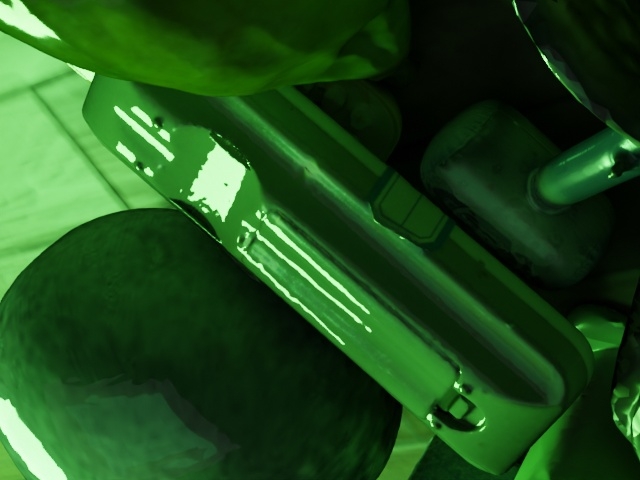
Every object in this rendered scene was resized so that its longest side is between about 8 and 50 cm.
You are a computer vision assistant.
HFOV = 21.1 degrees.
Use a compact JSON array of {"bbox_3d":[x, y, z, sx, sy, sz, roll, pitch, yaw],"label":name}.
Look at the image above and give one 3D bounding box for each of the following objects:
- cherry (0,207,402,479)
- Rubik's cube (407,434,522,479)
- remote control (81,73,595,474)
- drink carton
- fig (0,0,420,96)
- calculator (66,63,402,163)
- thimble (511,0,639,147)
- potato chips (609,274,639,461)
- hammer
[{"bbox_3d":[-0.090,0.096,1.133,0.296,0.218,0.255,-6,125,25],"label":"cherry"},{"bbox_3d":[0.128,0.297,1.192,0.205,0.205,0.207,18,139,21],"label":"Rubik's cube"},{"bbox_3d":[0.000,0.000,0.986,0.335,0.065,0.128,41,144,8],"label":"remote control"},{"bbox_3d":[0.176,0.151,1.048,0.146,0.142,0.144,26,143,9],"label":"drink carton"},{"bbox_3d":[-0.049,-0.187,0.844,0.314,0.233,0.233,2,159,-33],"label":"fig"},{"bbox_3d":[-0.055,-0.101,1.039,0.236,0.033,0.157,34,143,-3],"label":"calculator"},{"bbox_3d":[0.199,-0.155,0.639,0.271,0.150,0.271,13,123,21],"label":"thimble"},{"bbox_3d":[0.301,0.054,0.801,0.358,0.070,0.429,38,124,31],"label":"potato chips"},{"bbox_3d":[0.131,-0.036,0.901,0.116,0.069,0.194,43,160,-7],"label":"hammer"}]
